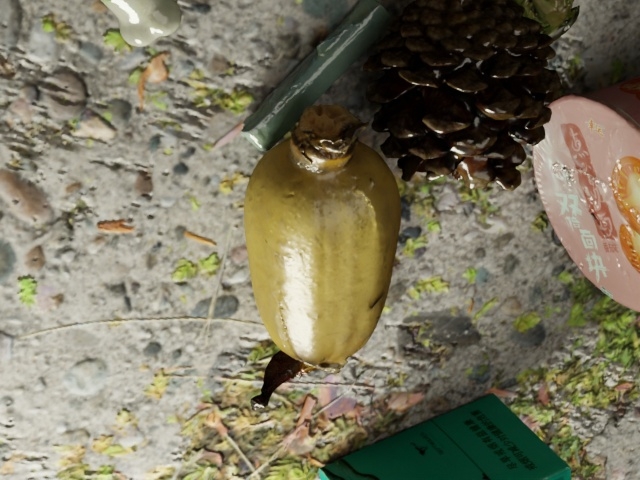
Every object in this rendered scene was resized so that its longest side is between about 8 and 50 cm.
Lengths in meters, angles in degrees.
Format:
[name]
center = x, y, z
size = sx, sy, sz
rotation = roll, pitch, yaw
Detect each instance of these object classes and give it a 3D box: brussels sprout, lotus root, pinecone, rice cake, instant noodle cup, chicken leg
[brussels sprout]
center = 0.223, -0.231, 1.544
size = 0.085, 0.058, 0.085
rotation = -17, 140, -15
[lotus root]
center = 0.002, -0.002, 1.494
size = 0.146, 0.131, 0.303
rotation = -9, 129, -14
[pinecone]
center = 0.127, -0.136, 1.471
size = 0.184, 0.179, 0.204
rotation = 9, 125, -14
[rice cake]
center = -0.006, -0.159, 1.468
size = 0.180, 0.030, 0.042
rotation = -46, 124, 0
[instant noodle cup]
center = 0.382, -0.078, 1.612
size = 0.231, 0.243, 0.243
rotation = -26, 126, -22
[chicken leg]
center = -0.020, 0.127, 1.597
size = 0.145, 0.062, 0.037
rotation = -28, 126, -23

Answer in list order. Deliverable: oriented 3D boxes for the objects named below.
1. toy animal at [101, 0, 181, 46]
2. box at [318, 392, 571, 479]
[toy animal]
center = -0.192, -0.269, 1.081
size = 0.363, 0.180, 0.181
rotation = 24, 88, -38
[box]
center = 0.133, 0.258, 1.694
size = 0.226, 0.161, 0.042
rotation = -21, 123, -18
